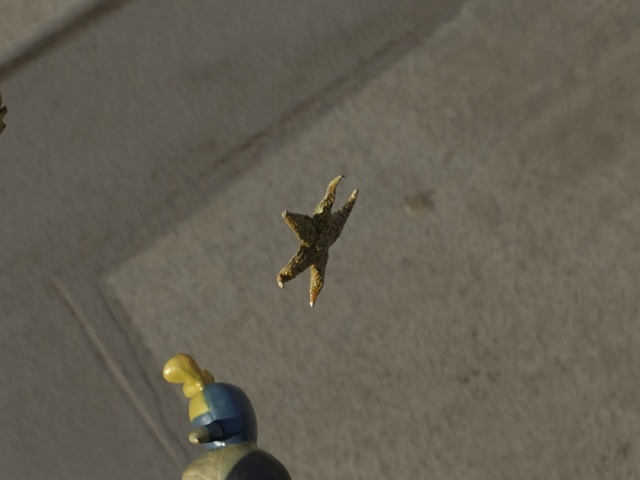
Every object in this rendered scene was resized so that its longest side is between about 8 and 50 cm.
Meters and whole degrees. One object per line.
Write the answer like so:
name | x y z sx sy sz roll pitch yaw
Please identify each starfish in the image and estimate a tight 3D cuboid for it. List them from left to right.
starfish | 0.000 0.000 1.155 0.016 0.086 0.092 22 49 28

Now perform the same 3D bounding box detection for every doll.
doll | -0.081 0.182 1.462 0.089 0.102 0.179 -33 63 2

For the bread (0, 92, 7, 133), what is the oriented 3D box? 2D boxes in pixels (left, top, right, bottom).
bread | -0.274 -0.027 0.758 0.147 0.160 0.260 33 69 32
